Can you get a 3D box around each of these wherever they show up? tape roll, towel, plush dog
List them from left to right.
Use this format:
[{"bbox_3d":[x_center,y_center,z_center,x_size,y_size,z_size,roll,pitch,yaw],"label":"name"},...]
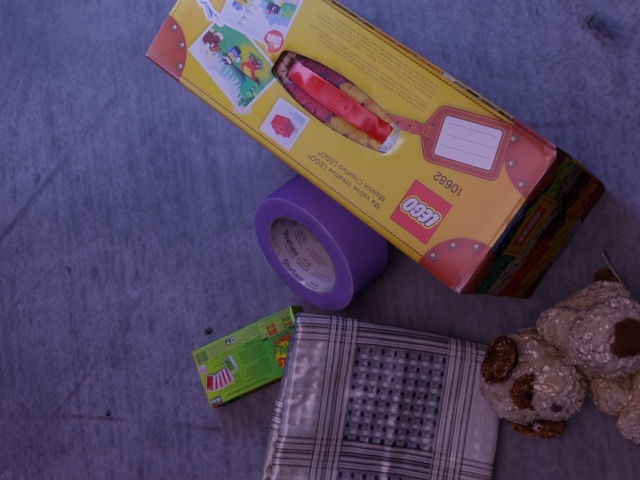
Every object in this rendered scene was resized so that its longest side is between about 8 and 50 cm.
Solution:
[{"bbox_3d":[0.000,0.000,1.505,0.189,0.189,0.080,37,57,21],"label":"tape roll"},{"bbox_3d":[0.085,0.276,1.440,0.312,0.056,0.324,11,89,-9],"label":"towel"},{"bbox_3d":[0.308,0.151,1.370,0.225,0.262,0.211,-28,42,9],"label":"plush dog"}]

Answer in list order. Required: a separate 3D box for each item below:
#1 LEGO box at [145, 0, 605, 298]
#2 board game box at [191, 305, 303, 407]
[{"bbox_3d":[0.087,-0.147,1.381,0.500,0.372,0.193,38,101,21],"label":"LEGO box"},{"bbox_3d":[-0.097,0.176,1.612,0.181,0.043,0.092,-26,77,19],"label":"board game box"}]
